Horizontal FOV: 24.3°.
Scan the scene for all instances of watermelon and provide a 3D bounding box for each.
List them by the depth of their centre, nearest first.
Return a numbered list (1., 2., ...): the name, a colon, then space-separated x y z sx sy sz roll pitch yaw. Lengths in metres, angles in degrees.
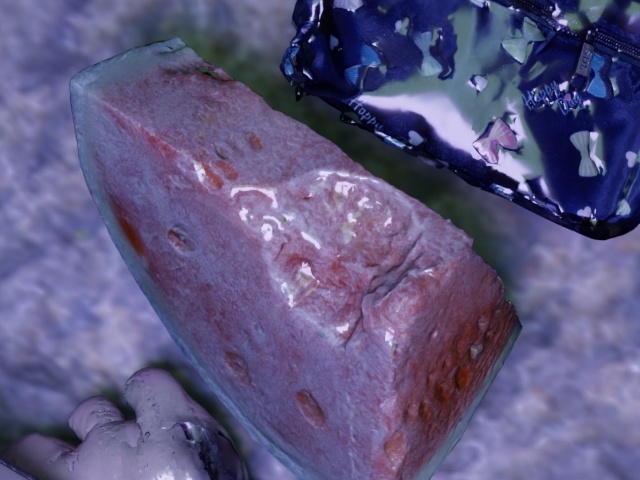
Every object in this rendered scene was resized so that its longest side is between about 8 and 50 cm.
1. watermelon: 0.000 0.000 0.864 0.148 0.226 0.318 -39 96 -26

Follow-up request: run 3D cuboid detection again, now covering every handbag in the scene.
1. handbag: 0.109 -0.113 0.906 0.260 0.113 0.162 23 95 4

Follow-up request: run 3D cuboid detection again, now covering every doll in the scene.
1. doll: -0.136 0.168 0.912 0.192 0.095 0.149 -27 98 5

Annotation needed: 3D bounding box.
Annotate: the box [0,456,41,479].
1. box: -0.171 0.249 0.818 0.333 0.145 0.173 34 114 -15
